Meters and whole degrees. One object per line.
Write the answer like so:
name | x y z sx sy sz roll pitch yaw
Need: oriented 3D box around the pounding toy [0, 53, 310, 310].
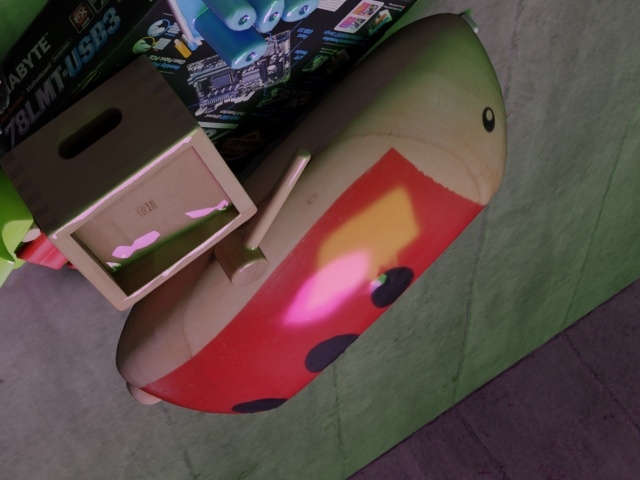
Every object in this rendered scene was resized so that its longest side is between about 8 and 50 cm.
pounding toy | -0.104 -0.041 1.157 0.181 0.094 0.206 -37 149 -2

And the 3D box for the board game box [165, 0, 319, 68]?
board game box | 0.053 -0.294 0.798 0.390 0.050 0.390 -38 158 -6

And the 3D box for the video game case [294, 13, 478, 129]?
video game case | 0.055 -0.103 1.629 0.204 0.025 0.285 -30 160 -19

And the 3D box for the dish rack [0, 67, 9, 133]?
dish rack | -0.306 -0.023 0.974 0.271 0.208 0.074 -46 119 1

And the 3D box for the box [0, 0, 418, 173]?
box | -0.066 -0.166 1.194 0.293 0.073 0.295 -42 159 26

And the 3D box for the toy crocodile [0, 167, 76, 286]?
toy crocodile | -0.185 -0.018 1.293 0.115 0.105 0.340 -44 160 20

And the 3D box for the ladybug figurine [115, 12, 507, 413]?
ladybug figurine | 0.000 0.000 1.383 0.449 0.162 0.305 -45 -179 18
